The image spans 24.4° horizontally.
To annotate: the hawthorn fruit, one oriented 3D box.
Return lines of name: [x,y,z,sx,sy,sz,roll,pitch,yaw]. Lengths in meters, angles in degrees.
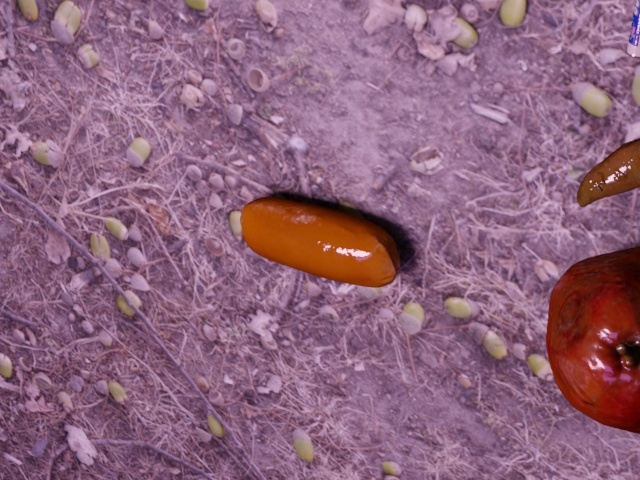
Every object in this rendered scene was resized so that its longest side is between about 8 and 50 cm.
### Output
hawthorn fruit: [0.355,0.119,1.680,0.224,0.261,0.224,3,100,16]

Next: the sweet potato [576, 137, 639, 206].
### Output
sweet potato: [0.396,-0.099,1.653,0.274,0.067,0.067,-26,101,36]

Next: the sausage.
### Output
sausage: [0.000,0.000,1.969,0.238,0.098,0.098,17,126,29]

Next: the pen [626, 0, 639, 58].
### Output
pen: [0.354,-0.290,1.585,0.025,0.025,0.204,19,126,24]
